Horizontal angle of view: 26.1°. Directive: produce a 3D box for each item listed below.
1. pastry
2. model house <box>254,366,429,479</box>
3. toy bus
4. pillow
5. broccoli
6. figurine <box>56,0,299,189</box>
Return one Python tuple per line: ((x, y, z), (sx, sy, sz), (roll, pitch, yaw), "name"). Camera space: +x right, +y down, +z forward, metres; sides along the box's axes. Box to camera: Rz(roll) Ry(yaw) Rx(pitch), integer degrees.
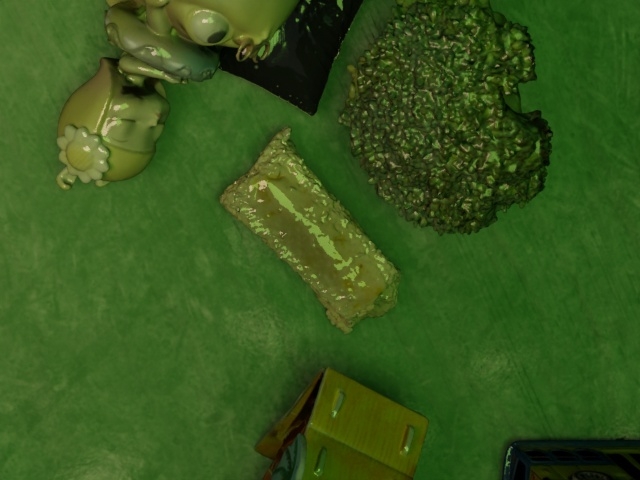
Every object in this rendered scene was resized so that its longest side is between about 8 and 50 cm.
((-0.006, 0.002, 1.631), (0.121, 0.089, 0.258), (-36, 102, 10), "pastry")
((0.037, 0.340, 1.573), (0.300, 0.340, 0.324), (27, 90, -16), "model house")
((0.383, 0.335, 1.716), (0.287, 0.175, 0.138), (1, 100, -11), "toy bus")
((-0.023, -0.266, 1.590), (0.141, 0.055, 0.208), (26, 92, -11), "pillow")
((0.141, -0.152, 1.553), (0.235, 0.260, 0.288), (6, 143, -24), "broccoli")
((-0.191, -0.231, 1.517), (0.274, 0.226, 0.394), (39, 111, 22), "figurine")
